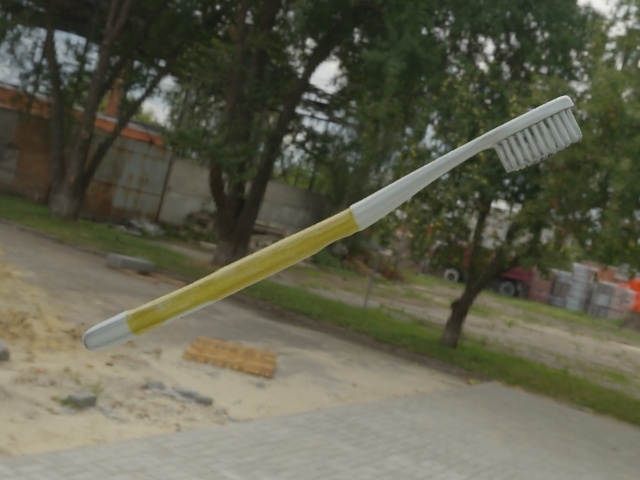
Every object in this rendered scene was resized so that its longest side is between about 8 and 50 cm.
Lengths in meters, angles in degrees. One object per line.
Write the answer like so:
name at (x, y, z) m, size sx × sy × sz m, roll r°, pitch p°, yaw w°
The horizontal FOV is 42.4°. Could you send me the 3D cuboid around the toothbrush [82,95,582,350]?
toothbrush at (0.000, 0.000, 0.433) m, size 0.288 × 0.024 × 0.021 m, roll -26°, pitch -7°, yaw 10°
